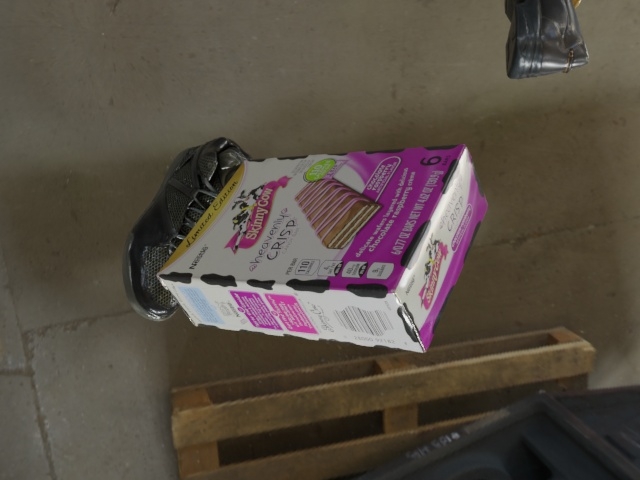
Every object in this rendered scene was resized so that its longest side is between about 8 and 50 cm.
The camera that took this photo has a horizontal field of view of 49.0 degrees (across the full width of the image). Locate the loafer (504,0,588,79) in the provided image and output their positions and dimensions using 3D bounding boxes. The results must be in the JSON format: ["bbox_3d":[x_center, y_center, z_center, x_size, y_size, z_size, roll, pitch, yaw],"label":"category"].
[{"bbox_3d":[0.194,-0.208,0.605,0.061,0.062,0.170,5,66,6],"label":"loafer"}]

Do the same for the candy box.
[{"bbox_3d":[0.000,0.000,0.583,0.159,0.233,0.071,-59,134,-36],"label":"candy box"}]

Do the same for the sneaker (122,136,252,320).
[{"bbox_3d":[-0.136,-0.024,0.768,0.087,0.130,0.228,38,55,-27],"label":"sneaker"}]
